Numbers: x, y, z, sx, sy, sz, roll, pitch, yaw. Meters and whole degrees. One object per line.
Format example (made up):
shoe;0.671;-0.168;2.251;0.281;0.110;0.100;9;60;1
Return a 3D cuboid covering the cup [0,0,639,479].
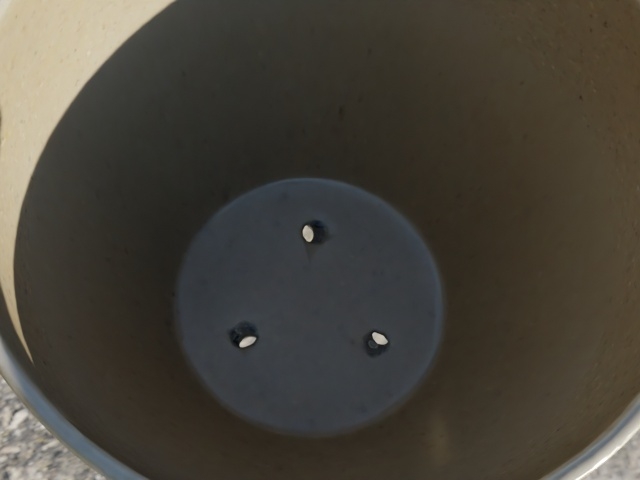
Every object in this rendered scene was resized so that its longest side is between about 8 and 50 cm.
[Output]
cup;0.000;0.000;0.566;0.331;0.237;0.331;2;69;-4
